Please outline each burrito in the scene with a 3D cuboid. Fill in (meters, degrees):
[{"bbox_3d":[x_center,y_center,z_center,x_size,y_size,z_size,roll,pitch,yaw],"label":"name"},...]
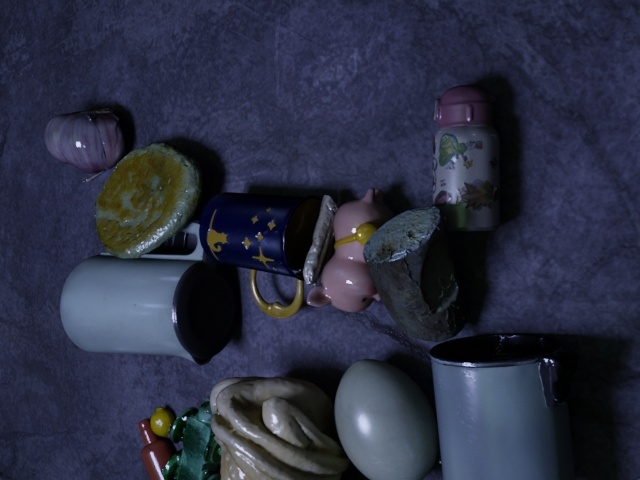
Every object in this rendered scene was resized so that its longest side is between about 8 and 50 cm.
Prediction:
[{"bbox_3d":[0.000,0.000,1.215,0.041,0.045,0.185,14,76,12],"label":"burrito"}]

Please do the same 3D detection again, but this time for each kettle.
[{"bbox_3d":[-0.399,0.106,1.473,0.376,0.250,0.361,-1,76,31],"label":"kettle"}]

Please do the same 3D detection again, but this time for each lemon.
[{"bbox_3d":[-0.420,0.481,1.607,0.062,0.062,0.083,-13,85,34],"label":"lemon"}]

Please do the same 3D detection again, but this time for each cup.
[{"bbox_3d":[-0.129,0.024,1.288,0.256,0.178,0.255,6,78,35],"label":"cup"}]

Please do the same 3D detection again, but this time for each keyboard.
[{"bbox_3d":[-0.366,-0.120,1.536,0.103,0.041,0.381,17,110,30],"label":"keyboard"}]

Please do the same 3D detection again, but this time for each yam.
[{"bbox_3d":[0.167,0.062,1.070,0.154,0.154,0.254,8,140,33],"label":"yam"}]

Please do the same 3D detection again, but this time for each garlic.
[{"bbox_3d":[-0.623,-0.270,1.642,0.207,0.207,0.257,67,157,10],"label":"garlic"}]

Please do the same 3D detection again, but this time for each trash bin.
[{"bbox_3d":[0.304,0.305,1.018,0.277,0.217,0.263,-6,91,57],"label":"trash bin"}]

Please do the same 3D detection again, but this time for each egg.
[{"bbox_3d":[0.124,0.348,1.159,0.186,0.186,0.253,-26,84,32],"label":"egg"}]

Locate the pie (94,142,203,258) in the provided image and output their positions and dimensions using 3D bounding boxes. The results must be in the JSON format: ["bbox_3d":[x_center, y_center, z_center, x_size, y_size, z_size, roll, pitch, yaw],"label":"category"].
[{"bbox_3d":[-0.418,-0.096,1.446,0.323,0.070,0.323,-13,62,25],"label":"pie"}]

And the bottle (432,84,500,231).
[{"bbox_3d":[0.255,-0.144,1.068,0.120,0.120,0.253,0,94,33],"label":"bottle"}]

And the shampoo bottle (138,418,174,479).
[{"bbox_3d":[-0.425,0.592,1.611,0.085,0.085,0.244,-37,72,30],"label":"shampoo bottle"}]

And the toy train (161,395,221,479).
[{"bbox_3d":[-0.250,0.488,1.410,0.145,0.202,0.266,23,106,31],"label":"toy train"}]

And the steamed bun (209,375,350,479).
[{"bbox_3d":[-0.060,0.428,1.219,0.230,0.325,0.372,-23,85,16],"label":"steamed bun"}]

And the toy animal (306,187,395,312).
[{"bbox_3d":[0.079,0.020,1.180,0.149,0.165,0.248,25,101,35],"label":"toy animal"}]

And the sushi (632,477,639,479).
[{"bbox_3d":[0.635,0.513,0.911,0.359,0.064,0.343,-33,76,30],"label":"sushi"}]
